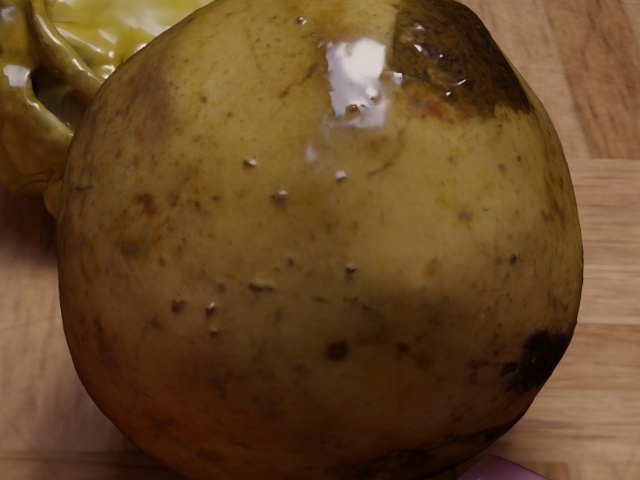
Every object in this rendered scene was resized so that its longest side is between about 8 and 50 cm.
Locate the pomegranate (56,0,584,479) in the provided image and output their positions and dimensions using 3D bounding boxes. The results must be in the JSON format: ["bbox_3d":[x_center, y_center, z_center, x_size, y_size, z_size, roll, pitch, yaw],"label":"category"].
[{"bbox_3d":[0.000,0.000,0.975,0.281,0.281,0.281,3,33,-2],"label":"pomegranate"}]

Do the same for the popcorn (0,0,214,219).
[{"bbox_3d":[-0.100,-0.108,1.214,0.250,0.190,0.250,8,29,-4],"label":"popcorn"}]

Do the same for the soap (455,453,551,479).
[{"bbox_3d":[0.109,0.168,0.930,0.149,0.056,0.100,26,36,29],"label":"soap"}]
